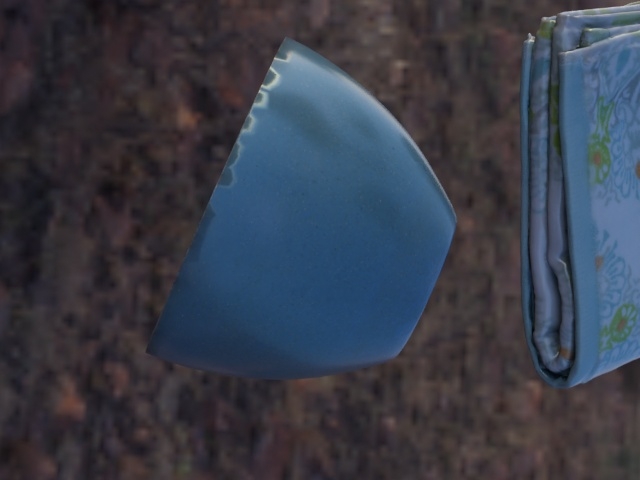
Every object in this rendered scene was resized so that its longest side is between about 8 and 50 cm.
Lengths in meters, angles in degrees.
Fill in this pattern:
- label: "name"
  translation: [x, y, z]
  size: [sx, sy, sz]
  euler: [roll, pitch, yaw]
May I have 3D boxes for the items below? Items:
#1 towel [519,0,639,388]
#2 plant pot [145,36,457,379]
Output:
- label: "towel"
  translation: [0.336, -0.065, 1.869]
  size: [0.320, 0.090, 0.375]
  euler: [-17, 113, -37]
- label: "plant pot"
  translation: [0.000, 0.000, 1.560]
  size: [0.290, 0.195, 0.290]
  euler: [-156, -90, -88]
